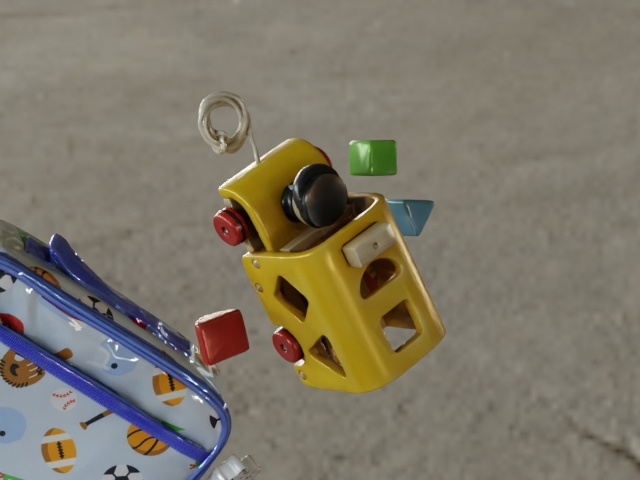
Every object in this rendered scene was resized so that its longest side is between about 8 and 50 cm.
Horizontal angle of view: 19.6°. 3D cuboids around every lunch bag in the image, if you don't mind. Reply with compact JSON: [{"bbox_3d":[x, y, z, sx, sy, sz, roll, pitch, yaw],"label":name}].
[{"bbox_3d":[-0.238,0.129,1.560,0.303,0.243,0.115,35,17,-19],"label":"lunch bag"}]

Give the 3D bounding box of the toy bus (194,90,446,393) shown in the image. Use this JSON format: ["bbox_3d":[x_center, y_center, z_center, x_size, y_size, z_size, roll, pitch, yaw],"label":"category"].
[{"bbox_3d":[0.009,0.007,1.299,0.202,0.191,0.104,16,-8,-36],"label":"toy bus"}]

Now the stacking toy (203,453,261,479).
[{"bbox_3d":[-0.088,0.312,1.587,0.167,0.221,0.052,50,13,20],"label":"stacking toy"}]
